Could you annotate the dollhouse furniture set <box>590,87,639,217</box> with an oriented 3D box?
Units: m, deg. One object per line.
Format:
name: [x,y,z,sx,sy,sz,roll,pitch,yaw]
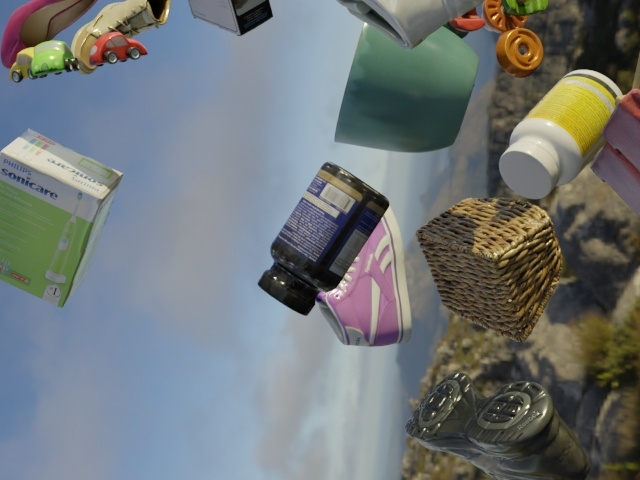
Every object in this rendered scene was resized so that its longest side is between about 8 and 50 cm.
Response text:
dollhouse furniture set: [0.365,0.010,0.518,0.374,0.201,0.152,54,-177,17]

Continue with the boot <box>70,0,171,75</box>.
boot: [-0.496,-0.527,2.138,0.095,0.203,0.262,57,-138,-33]

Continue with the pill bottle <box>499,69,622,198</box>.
pill bottle: [0.580,-0.254,2.072,0.334,0.187,0.188,-44,-25,-29]

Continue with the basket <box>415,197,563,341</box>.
basket: [0.392,0.048,1.877,0.299,0.213,0.223,20,138,60]

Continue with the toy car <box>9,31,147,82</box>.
toy car: [-0.412,-0.297,1.376,0.225,0.238,0.053,-98,-4,-76]

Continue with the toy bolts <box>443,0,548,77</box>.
toy bolts: [0.335,-0.429,1.774,0.158,0.228,0.219,157,112,-70]

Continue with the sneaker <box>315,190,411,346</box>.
sneaker: [0.063,0.048,1.514,0.102,0.160,0.282,121,143,-68]

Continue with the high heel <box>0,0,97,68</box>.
high heel: [-0.487,-0.389,1.547,0.244,0.117,0.082,-45,-36,7]

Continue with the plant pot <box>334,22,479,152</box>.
plant pot: [0.179,-0.308,1.705,0.293,0.235,0.293,16,-90,-87]

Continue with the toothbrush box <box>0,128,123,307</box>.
toothbrush box: [-0.540,-0.040,1.681,0.122,0.206,0.283,-71,8,-59]

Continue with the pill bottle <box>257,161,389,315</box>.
pill bottle: [0.000,0.000,1.311,0.219,0.122,0.123,-57,-4,1]

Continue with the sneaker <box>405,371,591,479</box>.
sneaker: [0.200,0.236,1.008,0.109,0.130,0.286,-46,12,-16]

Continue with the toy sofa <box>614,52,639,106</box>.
toy sofa: [0.540,-0.327,1.144,0.150,0.177,0.363,-131,36,-53]

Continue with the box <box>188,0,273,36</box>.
box: [-0.200,-0.543,1.585,0.087,0.169,0.290,-36,-46,-24]

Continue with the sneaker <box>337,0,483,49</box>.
sneaker: [0.062,-0.361,0.994,0.293,0.169,0.108,54,180,12]
